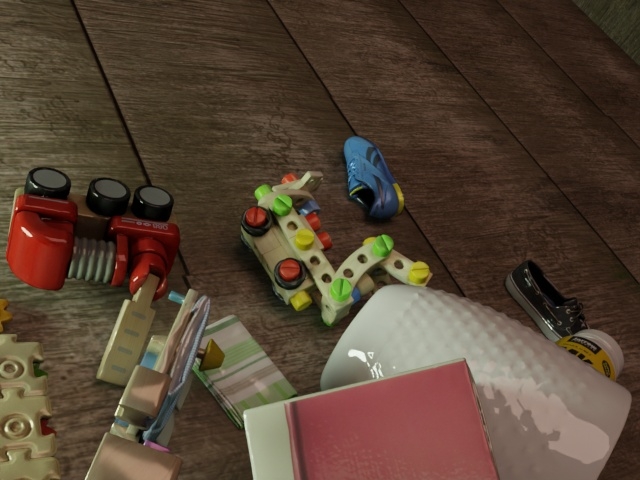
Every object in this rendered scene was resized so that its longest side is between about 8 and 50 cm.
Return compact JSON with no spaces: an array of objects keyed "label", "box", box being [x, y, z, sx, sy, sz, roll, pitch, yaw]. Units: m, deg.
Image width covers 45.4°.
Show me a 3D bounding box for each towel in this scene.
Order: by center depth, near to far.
[{"label":"towel","box":[-0.113,0.174,1.050,0.113,0.023,0.152,-23,62,-44]}]

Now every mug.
[{"label":"mug","box":[0.149,0.245,0.967,0.328,0.276,0.374,33,59,15]}]

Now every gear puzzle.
[{"label":"gear puzzle","box":[-0.393,0.184,0.856,0.175,0.044,0.339,1,44,-29]}]

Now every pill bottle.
[{"label":"pill bottle","box":[0.405,0.225,1.245,0.208,0.119,0.119,-22,62,-45]}]

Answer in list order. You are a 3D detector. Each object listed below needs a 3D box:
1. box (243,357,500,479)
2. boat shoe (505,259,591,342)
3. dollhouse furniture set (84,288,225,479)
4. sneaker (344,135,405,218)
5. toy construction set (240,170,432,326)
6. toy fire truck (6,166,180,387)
[{"label":"box","box":[0.057,0.218,0.790,0.232,0.148,0.127,-15,68,8]},{"label":"boat shoe","box":[0.441,0.127,1.405,0.080,0.076,0.228,-14,56,-41]},{"label":"dollhouse furniture set","box":[-0.114,0.194,0.818,0.198,0.286,0.303,23,51,-8]},{"label":"sneaker","box":[0.082,-0.126,1.459,0.082,0.069,0.209,-4,50,-30]},{"label":"toy construction set","box":[0.000,0.000,1.207,0.215,0.151,0.328,-26,53,-19]},{"label":"toy fire truck","box":[-0.295,0.046,0.998,0.217,0.158,0.246,9,33,-24]}]
